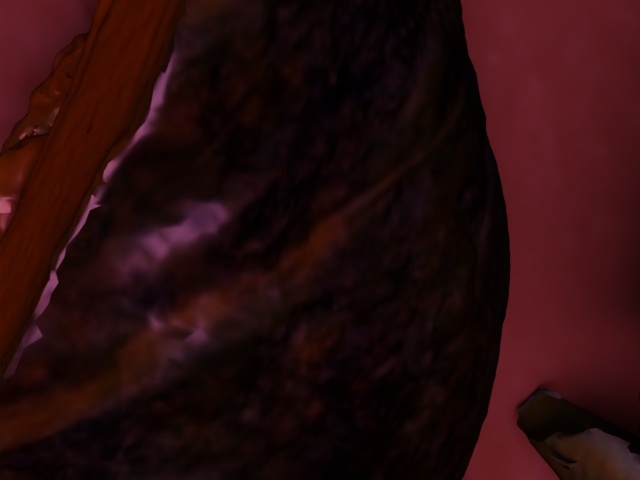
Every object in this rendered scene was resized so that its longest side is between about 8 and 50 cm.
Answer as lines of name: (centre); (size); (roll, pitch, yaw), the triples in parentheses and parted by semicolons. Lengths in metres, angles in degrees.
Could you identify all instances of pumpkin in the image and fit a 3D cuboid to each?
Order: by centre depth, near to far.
pumpkin: (0.003, -0.002, 0.438); (0.163, 0.111, 0.278); (23, 92, -24)

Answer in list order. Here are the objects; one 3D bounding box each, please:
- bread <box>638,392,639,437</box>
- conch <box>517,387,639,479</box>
bread: (0.164, -0.045, 0.425); (0.124, 0.186, 0.257); (10, 99, -7)
conch: (0.136, 0.126, 0.527); (0.079, 0.095, 0.201); (-47, 112, -27)
